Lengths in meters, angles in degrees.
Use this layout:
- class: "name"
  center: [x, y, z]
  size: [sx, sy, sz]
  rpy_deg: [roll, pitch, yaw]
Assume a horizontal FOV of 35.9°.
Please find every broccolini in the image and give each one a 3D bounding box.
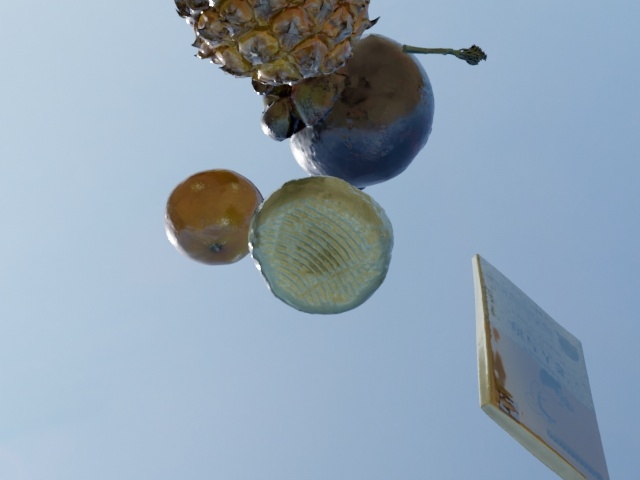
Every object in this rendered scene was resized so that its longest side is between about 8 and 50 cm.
- class: "broccolini"
  center: [0.246, -0.367, 1.932]
  size: [0.218, 0.044, 0.042]
  rpy_deg: [-5, -121, -42]

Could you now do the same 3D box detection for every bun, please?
- class: "bun"
  center: [0.000, 0.000, 1.325]
  size: [0.195, 0.196, 0.118]
  rpy_deg: [1, -155, 5]

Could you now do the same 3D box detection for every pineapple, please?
- class: "pineapple"
  center: [-0.072, -0.414, 1.521]
  size: [0.352, 0.300, 0.352]
  rpy_deg: [1, -141, -1]

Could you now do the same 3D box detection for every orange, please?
- class: "orange"
  center: [-0.156, -0.031, 1.473]
  size: [0.156, 0.156, 0.124]
  rpy_deg: [-4, -140, -2]

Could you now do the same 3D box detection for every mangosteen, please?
- class: "mangosteen"
  center: [0.055, -0.298, 2.314]
  size: [0.421, 0.381, 0.381]
  rpy_deg: [-2, -145, -1]

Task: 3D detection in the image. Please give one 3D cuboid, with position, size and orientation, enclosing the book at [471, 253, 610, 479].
- class: "book"
  center: [0.335, 0.202, 1.524]
  size: [0.269, 0.032, 0.389]
  rpy_deg: [39, -152, -18]
